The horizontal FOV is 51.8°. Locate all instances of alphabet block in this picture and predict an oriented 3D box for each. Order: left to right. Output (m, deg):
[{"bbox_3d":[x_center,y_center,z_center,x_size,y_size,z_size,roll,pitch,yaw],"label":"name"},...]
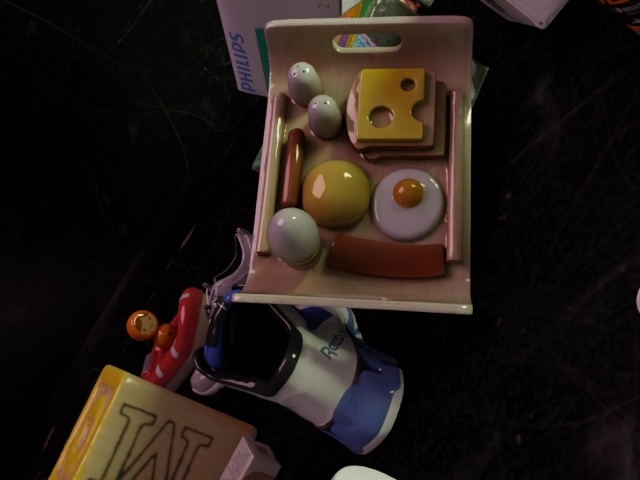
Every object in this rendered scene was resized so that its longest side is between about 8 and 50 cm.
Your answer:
[{"bbox_3d":[-0.236,0.300,0.904,0.192,0.197,0.193,-15,48,62],"label":"alphabet block"}]

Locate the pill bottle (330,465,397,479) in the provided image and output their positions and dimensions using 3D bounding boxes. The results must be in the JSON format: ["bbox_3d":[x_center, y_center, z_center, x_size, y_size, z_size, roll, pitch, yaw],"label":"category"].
[{"bbox_3d":[-0.014,0.297,0.445,0.272,0.152,0.152,-58,20,8],"label":"pill bottle"}]

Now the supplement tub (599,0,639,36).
[{"bbox_3d":[0.241,-0.234,0.489,0.117,0.190,0.117,-50,22,29],"label":"supplement tub"}]

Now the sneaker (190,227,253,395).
[{"bbox_3d":[-0.151,0.111,1.072,0.105,0.115,0.281,-8,55,65],"label":"sneaker"}]

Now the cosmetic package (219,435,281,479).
[{"bbox_3d":[-0.098,0.304,0.795,0.115,0.041,0.060,-61,21,-1],"label":"cosmetic package"}]

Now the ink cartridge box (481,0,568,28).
[{"bbox_3d":[0.230,-0.333,0.667,0.198,0.115,0.273,-52,5,21],"label":"ink cartridge box"}]

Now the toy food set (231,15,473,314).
[{"bbox_3d":[0.037,-0.080,0.642,0.092,0.220,0.305,61,-148,-70],"label":"toy food set"}]

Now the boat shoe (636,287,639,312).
[{"bbox_3d":[0.239,0.001,0.401,0.046,0.038,0.125,34,97,27],"label":"boat shoe"}]

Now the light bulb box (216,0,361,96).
[{"bbox_3d":[-0.010,-0.488,1.172,0.358,0.226,0.360,84,-157,-64],"label":"light bulb box"}]

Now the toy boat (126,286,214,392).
[{"bbox_3d":[-0.306,0.184,1.291,0.231,0.151,0.151,-51,22,25],"label":"toy boat"}]

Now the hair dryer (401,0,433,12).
[{"bbox_3d":[0.184,-0.447,1.126,0.223,0.080,0.293,-45,23,-7],"label":"hair dryer"}]

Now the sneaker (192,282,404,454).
[{"bbox_3d":[-0.047,0.105,0.738,0.127,0.182,0.315,-60,20,-2],"label":"sneaker"}]

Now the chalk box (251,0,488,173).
[{"bbox_3d":[0.044,-0.125,0.832,0.288,0.180,0.179,-63,20,-11],"label":"chalk box"}]
